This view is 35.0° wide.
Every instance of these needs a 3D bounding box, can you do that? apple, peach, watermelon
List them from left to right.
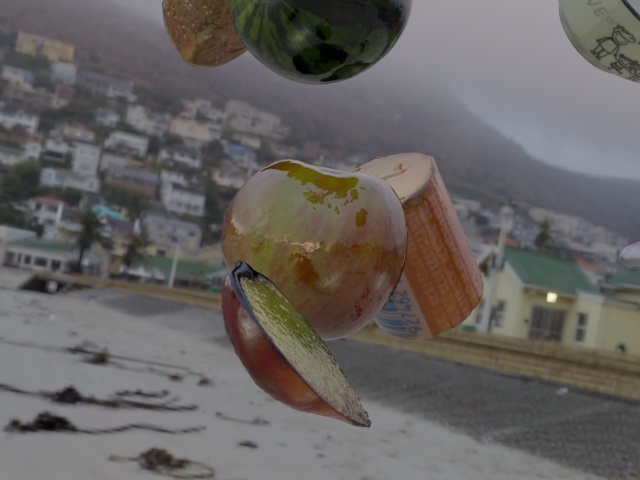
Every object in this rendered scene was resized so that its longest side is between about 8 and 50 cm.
[{"bbox_3d":[-0.041,0.148,1.287,0.279,0.068,0.189,52,16,-11],"label":"peach"},{"bbox_3d":[-0.001,-0.379,1.532,0.285,0.285,0.285,10,-4,1],"label":"watermelon"},{"bbox_3d":[0.000,0.000,1.558,0.301,0.302,0.301,10,-4,1],"label":"apple"}]

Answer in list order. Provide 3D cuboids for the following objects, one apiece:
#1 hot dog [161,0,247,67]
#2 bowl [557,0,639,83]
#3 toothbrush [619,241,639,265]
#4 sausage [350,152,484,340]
[{"bbox_3d":[-0.158,-0.522,2.004,0.223,0.185,0.405,-20,-19,-34],"label":"hot dog"},{"bbox_3d":[0.361,-0.276,1.163,0.237,0.238,0.126,12,-28,-25],"label":"bowl"},{"bbox_3d":[0.357,-0.004,0.909,0.307,0.030,0.025,-11,44,-39],"label":"toothbrush"},{"bbox_3d":[0.159,0.013,1.927,0.233,0.233,0.287,5,-49,48],"label":"sausage"}]
